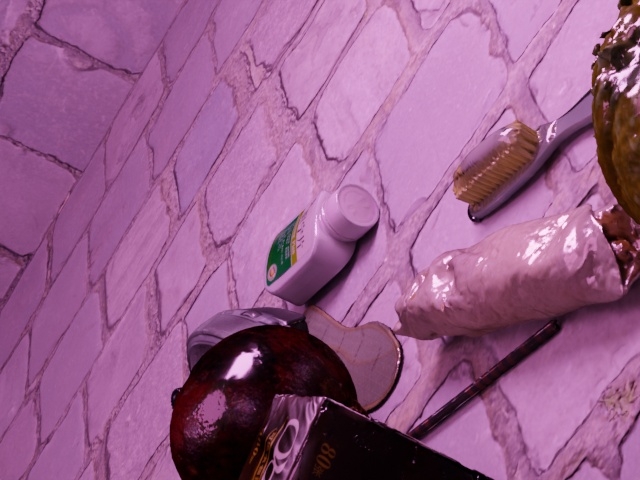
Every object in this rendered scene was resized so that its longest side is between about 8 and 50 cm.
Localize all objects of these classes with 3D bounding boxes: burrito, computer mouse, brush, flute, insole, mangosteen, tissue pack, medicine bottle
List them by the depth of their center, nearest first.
[{"bbox_3d":[-0.009,0.341,1.619,0.370,0.210,0.198,-66,12,-13],"label":"tissue pack"},{"bbox_3d":[0.195,0.032,1.686,0.392,0.076,0.117,-20,39,60],"label":"burrito"},{"bbox_3d":[0.156,0.148,1.728,0.269,0.014,0.014,-44,29,43],"label":"flute"},{"bbox_3d":[0.221,-0.111,1.801,0.297,0.060,0.068,-42,28,47],"label":"brush"},{"bbox_3d":[-0.031,0.210,1.876,0.261,0.235,0.235,8,69,28],"label":"mangosteen"},{"bbox_3d":[0.023,0.140,2.069,0.119,0.009,0.348,-66,20,-1],"label":"insole"},{"bbox_3d":[-0.105,0.120,2.194,0.231,0.126,0.071,-25,84,61],"label":"computer mouse"},{"bbox_3d":[0.000,0.000,2.201,0.183,0.069,0.119,-42,28,44],"label":"medicine bottle"}]

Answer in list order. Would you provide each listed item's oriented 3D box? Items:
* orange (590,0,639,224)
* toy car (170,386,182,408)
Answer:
[{"bbox_3d":[0.335,-0.122,1.303,0.301,0.223,0.300,-38,34,44],"label":"orange"},{"bbox_3d":[-0.121,0.209,2.232,0.171,0.080,0.070,-24,76,52],"label":"toy car"}]
